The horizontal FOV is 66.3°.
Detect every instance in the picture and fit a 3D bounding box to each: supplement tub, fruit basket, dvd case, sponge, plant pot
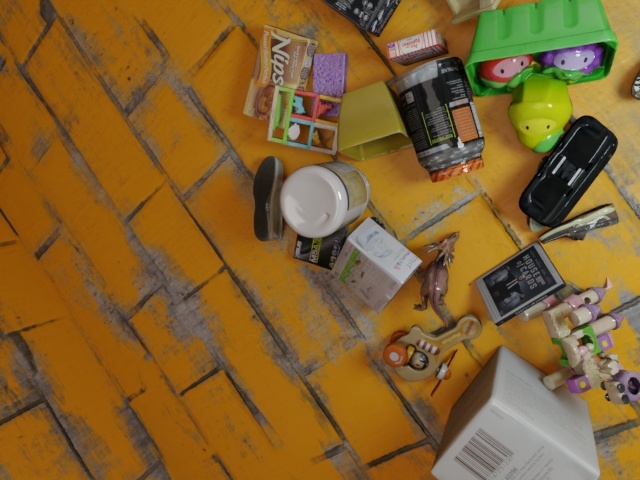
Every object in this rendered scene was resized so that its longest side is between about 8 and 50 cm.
[{"bbox_3d":[0.028,-0.145,1.630,0.228,0.316,0.229,5,104,23],"label":"supplement tub"},{"bbox_3d":[0.371,-0.360,1.490,0.207,0.207,0.338,-15,95,26],"label":"supplement tub"},{"bbox_3d":[0.601,-0.440,1.357,0.391,0.283,0.393,-3,83,24],"label":"fruit basket"},{"bbox_3d":[0.615,0.134,1.529,0.029,0.179,0.238,31,122,-33],"label":"dvd case"},{"bbox_3d":[0.030,-0.539,1.699,0.117,0.031,0.210,8,105,22],"label":"sponge"},{"bbox_3d":[0.174,-0.388,1.585,0.212,0.212,0.187,-12,83,26],"label":"plant pot"}]

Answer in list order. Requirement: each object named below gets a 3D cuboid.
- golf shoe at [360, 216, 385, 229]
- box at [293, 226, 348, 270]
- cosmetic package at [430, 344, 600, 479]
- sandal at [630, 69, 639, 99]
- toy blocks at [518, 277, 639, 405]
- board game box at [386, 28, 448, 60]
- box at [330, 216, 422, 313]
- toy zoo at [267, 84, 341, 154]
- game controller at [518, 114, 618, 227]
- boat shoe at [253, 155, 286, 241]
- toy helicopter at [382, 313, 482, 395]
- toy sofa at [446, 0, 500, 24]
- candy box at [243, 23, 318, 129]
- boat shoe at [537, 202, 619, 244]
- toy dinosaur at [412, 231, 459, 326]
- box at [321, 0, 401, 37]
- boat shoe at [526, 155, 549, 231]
[{"bbox_3d":[0.208,0.014,1.733,0.093,0.077,0.198,-29,91,48],"label":"golf shoe"},{"bbox_3d":[0.000,0.000,1.828,0.184,0.045,0.191,17,108,17],"label":"box"},{"bbox_3d":[0.591,0.599,1.505,0.327,0.393,0.330,34,113,14],"label":"cosmetic package"},{"bbox_3d":[0.908,-0.476,1.312,0.089,0.060,0.220,22,96,12],"label":"sandal"},{"bbox_3d":[0.806,0.281,1.424,0.259,0.309,0.289,-18,85,-16],"label":"toy blocks"},{"bbox_3d":[0.296,-0.579,1.481,0.146,0.193,0.045,-8,98,26],"label":"board game box"},{"bbox_3d":[0.178,0.092,1.654,0.231,0.127,0.262,39,150,12],"label":"box"},{"bbox_3d":[-0.028,-0.410,1.693,0.292,0.030,0.193,12,110,3],"label":"toy zoo"},{"bbox_3d":[0.709,-0.193,1.405,0.166,0.067,0.319,29,103,-14],"label":"game controller"},{"bbox_3d":[-0.182,-0.157,1.854,0.118,0.103,0.321,10,101,41],"label":"boat shoe"},{"bbox_3d":[0.406,0.378,1.685,0.355,0.140,0.235,-37,87,24],"label":"toy helicopter"},{"bbox_3d":[0.370,-0.800,1.333,0.362,0.177,0.150,43,157,-31],"label":"toy sofa"},{"bbox_3d":[-0.145,-0.574,1.737,0.182,0.087,0.317,24,110,16],"label":"candy box"},{"bbox_3d":[0.768,-0.033,1.458,0.223,0.080,0.074,-28,84,22],"label":"boat shoe"},{"bbox_3d":[0.377,0.120,1.592,0.127,0.296,0.200,8,148,-2],"label":"toy dinosaur"},{"bbox_3d":[0.114,-0.785,1.545,0.247,0.142,0.163,40,116,12],"label":"box"},{"bbox_3d":[0.673,-0.141,1.485,0.081,0.069,0.228,1,114,-19],"label":"boat shoe"}]
